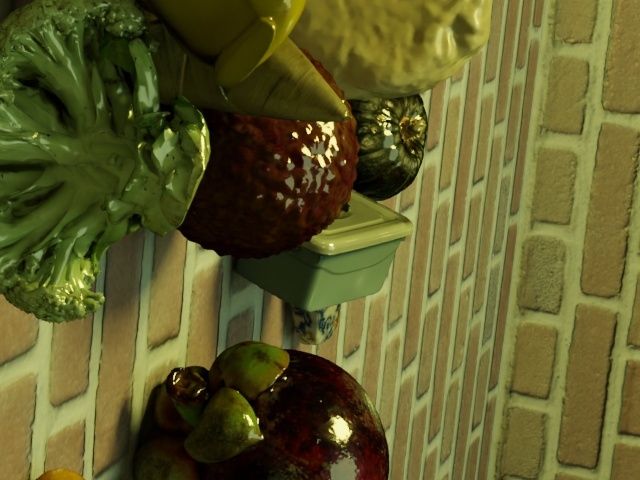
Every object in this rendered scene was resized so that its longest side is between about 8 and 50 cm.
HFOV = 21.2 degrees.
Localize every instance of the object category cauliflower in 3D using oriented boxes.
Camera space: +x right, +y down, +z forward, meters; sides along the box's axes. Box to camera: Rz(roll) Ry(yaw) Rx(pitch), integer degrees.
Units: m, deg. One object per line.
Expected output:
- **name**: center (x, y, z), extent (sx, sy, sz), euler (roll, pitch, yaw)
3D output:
- **cauliflower**: center (-0.204, -0.084, 1.523), extent (0.275, 0.250, 0.272), euler (83, 27, -42)

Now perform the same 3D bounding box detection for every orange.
- **orange**: center (-0.273, 0.280, 1.788), extent (0.083, 0.070, 0.083), euler (13, 90, -84)

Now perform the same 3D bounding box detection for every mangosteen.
- **mangosteen**: center (-0.063, 0.262, 2.065), extent (0.300, 0.300, 0.300), euler (10, 90, -72)

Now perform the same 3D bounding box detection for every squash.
- **squash**: center (0.081, -0.154, 2.500), extent (0.193, 0.156, 0.193), euler (-14, 90, -82)

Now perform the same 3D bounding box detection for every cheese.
- **cheese**: center (0.072, -0.341, 2.201), extent (0.318, 0.326, 0.115), euler (-42, 168, 5)

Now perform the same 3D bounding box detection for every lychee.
- **lychee**: center (-0.075, -0.099, 1.927), extent (0.260, 0.260, 0.260), euler (10, 90, -72)

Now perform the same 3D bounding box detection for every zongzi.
- **zongzi**: center (-0.069, -0.212, 1.781), extent (0.274, 0.300, 0.145), euler (-53, 157, -56)

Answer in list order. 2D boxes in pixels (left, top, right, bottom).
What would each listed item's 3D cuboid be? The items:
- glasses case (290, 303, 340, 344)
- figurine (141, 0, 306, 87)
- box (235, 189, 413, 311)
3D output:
- **glasses case**: center (-0.008, 0.034, 2.458), extent (0.087, 0.065, 0.248), euler (-39, 134, -49)
- **figurine**: center (-0.106, -0.286, 1.578), extent (0.218, 0.169, 0.327), euler (55, 3, -29)
- **box**: center (0.000, 0.000, 2.273), extent (0.227, 0.162, 0.130), euler (-15, 126, -52)
